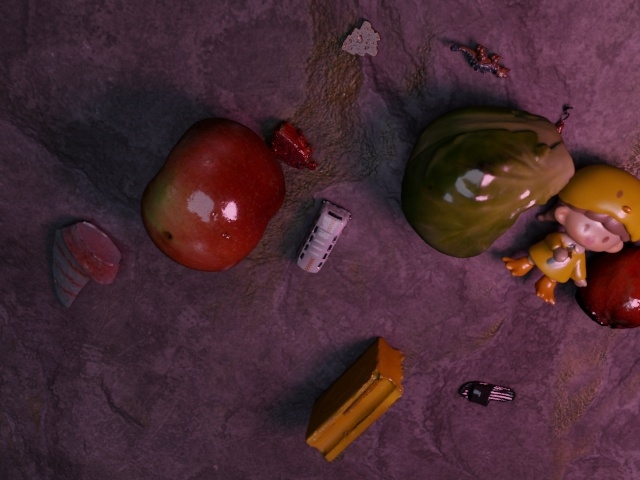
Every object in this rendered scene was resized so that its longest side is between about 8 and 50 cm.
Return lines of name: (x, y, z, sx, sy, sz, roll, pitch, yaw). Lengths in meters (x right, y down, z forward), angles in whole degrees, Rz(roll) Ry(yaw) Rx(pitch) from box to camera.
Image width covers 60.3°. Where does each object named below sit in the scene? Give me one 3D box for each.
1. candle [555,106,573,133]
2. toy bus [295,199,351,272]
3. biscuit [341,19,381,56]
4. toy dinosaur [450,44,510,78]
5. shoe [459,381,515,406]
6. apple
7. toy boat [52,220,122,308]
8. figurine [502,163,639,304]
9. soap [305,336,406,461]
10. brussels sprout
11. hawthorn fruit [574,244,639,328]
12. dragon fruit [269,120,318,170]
candle: (0.547, -0.238, 1.302, 0.026, 0.021, 0.167, 12, 115, -28)
toy bus: (0.000, 0.000, 1.417, 0.087, 0.089, 0.194, 27, 114, -6)
biscuit: (0.092, -0.452, 1.259, 0.092, 0.016, 0.082, -17, 115, 13)
toy dinosaur: (0.360, -0.405, 1.235, 0.154, 0.049, 0.055, 22, 116, -9)
shoe: (0.483, 0.446, 1.578, 0.159, 0.053, 0.062, 6, 117, 0)
apple: (-0.243, -0.100, 1.270, 0.277, 0.348, 0.348, 36, 111, -16)
toy boat: (-0.681, 0.081, 1.534, 0.206, 0.096, 0.282, 44, 122, -5)
figurine: (0.607, -0.020, 1.303, 0.215, 0.187, 0.343, 33, 116, -14)
soap: (0.097, 0.436, 1.530, 0.096, 0.204, 0.324, 38, 110, -7)
brussels sprout: (0.353, -0.139, 1.224, 0.371, 0.276, 0.315, -37, 108, 18)
hawthorn fruit: (0.749, 0.099, 1.352, 0.189, 0.189, 0.251, 26, 93, -5)
dragon fruit: (-0.056, -0.233, 1.354, 0.131, 0.063, 0.097, 29, 147, -3)
